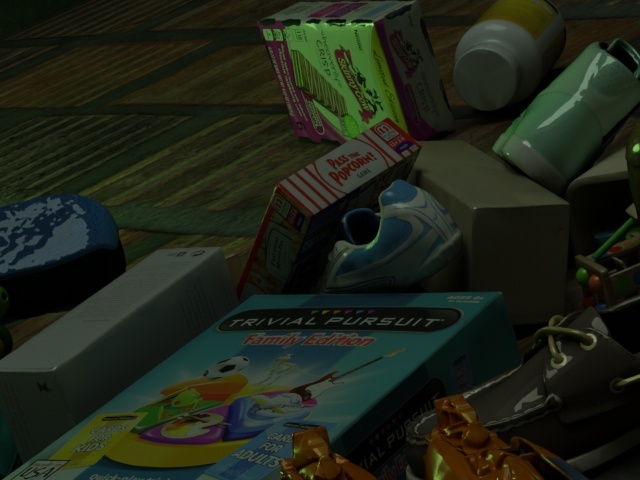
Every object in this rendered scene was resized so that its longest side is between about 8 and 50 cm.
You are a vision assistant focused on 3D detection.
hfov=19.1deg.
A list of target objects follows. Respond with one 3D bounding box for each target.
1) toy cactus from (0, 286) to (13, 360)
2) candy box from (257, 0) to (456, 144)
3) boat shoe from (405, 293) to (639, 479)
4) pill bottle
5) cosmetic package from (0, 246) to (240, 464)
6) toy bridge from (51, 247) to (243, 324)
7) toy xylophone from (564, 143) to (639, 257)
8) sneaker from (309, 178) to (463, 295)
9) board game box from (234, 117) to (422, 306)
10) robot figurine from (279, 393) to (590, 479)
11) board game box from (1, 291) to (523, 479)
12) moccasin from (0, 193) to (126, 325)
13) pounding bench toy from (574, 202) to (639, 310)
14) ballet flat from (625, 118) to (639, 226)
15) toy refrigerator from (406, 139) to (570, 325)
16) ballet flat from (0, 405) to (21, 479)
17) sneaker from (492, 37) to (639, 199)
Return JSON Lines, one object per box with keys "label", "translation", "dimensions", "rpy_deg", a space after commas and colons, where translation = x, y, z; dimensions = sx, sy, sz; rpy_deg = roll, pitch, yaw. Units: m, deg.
{"label": "toy cactus", "translation": [-0.317, 0.125, 1.632], "dimensions": [0.112, 0.219, 0.180], "rpy_deg": [33, 11, 31]}
{"label": "candy box", "translation": [0.039, -0.192, 2.187], "dimensions": [0.071, 0.159, 0.233], "rpy_deg": [-30, 21, -30]}
{"label": "boat shoe", "translation": [0.203, 0.087, 1.310], "dimensions": [0.324, 0.096, 0.116], "rpy_deg": [-18, 19, -2]}
{"label": "pill bottle", "translation": [0.213, -0.214, 2.180], "dimensions": [0.103, 0.103, 0.184], "rpy_deg": [-8, 19, 25]}
{"label": "cosmetic package", "translation": [-0.158, 0.103, 1.568], "dimensions": [0.085, 0.117, 0.231], "rpy_deg": [-3, 21, 38]}
{"label": "toy bridge", "translation": [-0.153, 0.072, 1.737], "dimensions": [0.188, 0.063, 0.026], "rpy_deg": [-24, 19, -12]}
{"label": "toy xylophone", "translation": [0.352, -0.065, 1.556], "dimensions": [0.236, 0.081, 0.323], "rpy_deg": [-31, 13, -24]}
{"label": "sneaker", "translation": [0.035, 0.023, 1.570], "dimensions": [0.085, 0.086, 0.237], "rpy_deg": [-34, -6, -38]}
{"label": "board game box", "translation": [0.000, 0.000, 1.639], "dimensions": [0.045, 0.193, 0.147], "rpy_deg": [42, 48, 18]}
{"label": "robot figurine", "translation": [0.089, 0.184, 1.108], "dimensions": [0.211, 0.085, 0.291], "rpy_deg": [-12, 20, -19]}
{"label": "board game box", "translation": [-0.044, 0.143, 1.403], "dimensions": [0.254, 0.079, 0.336], "rpy_deg": [-2, 24, 39]}
{"label": "moccasin", "translation": [-0.341, 0.054, 1.694], "dimensions": [0.342, 0.117, 0.137], "rpy_deg": [-6, 50, 9]}
{"label": "pounding bench toy", "translation": [0.236, 0.019, 1.504], "dimensions": [0.065, 0.083, 0.052], "rpy_deg": [-21, 18, -12]}
{"label": "ballet flat", "translation": [0.383, -0.011, 1.349], "dimensions": [0.342, 0.124, 0.116], "rpy_deg": [11, 23, 11]}
{"label": "toy refrigerator", "translation": [0.129, -0.012, 1.638], "dimensions": [0.094, 0.102, 0.269], "rpy_deg": [-3, 14, -15]}
{"label": "ballet flat", "translation": [-0.280, 0.199, 1.481], "dimensions": [0.086, 0.086, 0.248], "rpy_deg": [-16, 16, 4]}
{"label": "sneaker", "translation": [0.238, -0.106, 1.719], "dimensions": [0.151, 0.094, 0.256], "rpy_deg": [-47, -2, 3]}
